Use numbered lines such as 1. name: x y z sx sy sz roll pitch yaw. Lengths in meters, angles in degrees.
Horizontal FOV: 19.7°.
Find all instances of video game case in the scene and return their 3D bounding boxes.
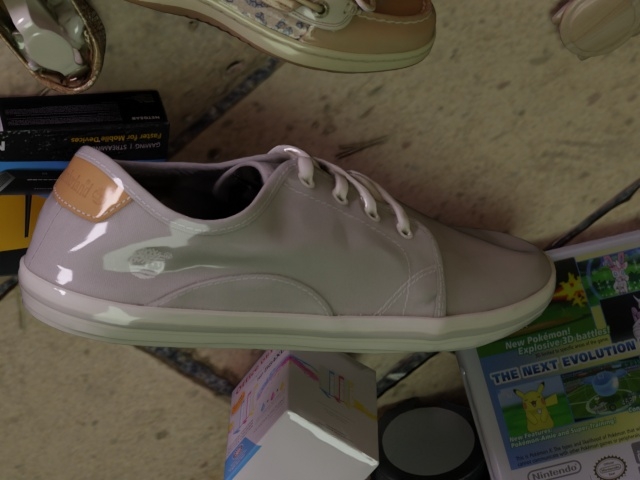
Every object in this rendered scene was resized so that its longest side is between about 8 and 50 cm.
1. video game case: 0.290 0.135 1.481 0.329 0.299 0.036 -13 164 -8

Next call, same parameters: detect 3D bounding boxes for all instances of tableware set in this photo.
1. tableware set: 0.207 -0.208 1.324 0.141 0.020 0.169 -39 132 18

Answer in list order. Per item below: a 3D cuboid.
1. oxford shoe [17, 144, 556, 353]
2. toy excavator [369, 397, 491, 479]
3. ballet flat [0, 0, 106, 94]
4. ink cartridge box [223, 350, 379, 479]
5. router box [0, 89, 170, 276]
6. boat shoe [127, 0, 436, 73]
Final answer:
1. oxford shoe: 0.000 0.000 1.321 0.449 0.169 0.130 3 106 -35
2. toy excavator: 0.138 0.357 1.500 0.433 0.445 0.222 -13 132 -8
3. ballet flat: -0.201 -0.170 1.185 0.073 0.067 0.206 -33 132 12
4. ink cartridge box: -0.015 0.145 1.482 0.090 0.143 0.092 32 115 -17
5. router box: -0.203 -0.039 1.312 0.179 0.046 0.133 -4 130 -16
6. boat shoe: -0.039 -0.186 1.201 0.285 0.104 0.089 12 127 -26
